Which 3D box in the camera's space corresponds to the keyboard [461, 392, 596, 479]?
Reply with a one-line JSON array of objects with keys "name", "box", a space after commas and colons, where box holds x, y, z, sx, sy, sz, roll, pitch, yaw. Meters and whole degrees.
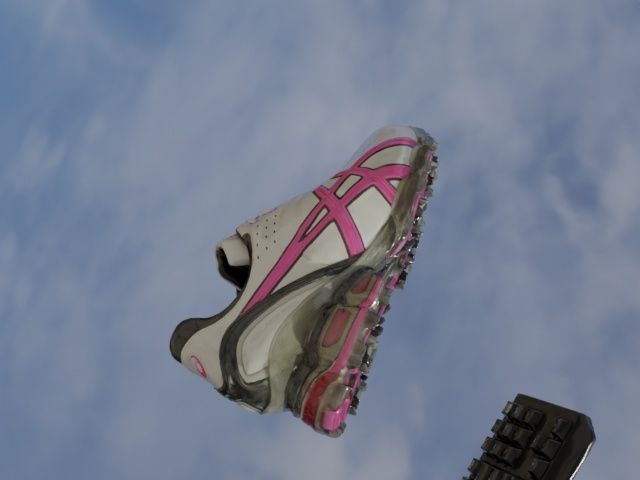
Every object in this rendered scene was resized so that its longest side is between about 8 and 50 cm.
[{"name": "keyboard", "box": [0.052, 0.148, 0.583, 0.180, 0.023, 0.108, -57, -172, -7]}]

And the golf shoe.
[{"name": "golf shoe", "box": [0.000, 0.000, 0.587, 0.186, 0.086, 0.067, -62, 167, -49]}]
